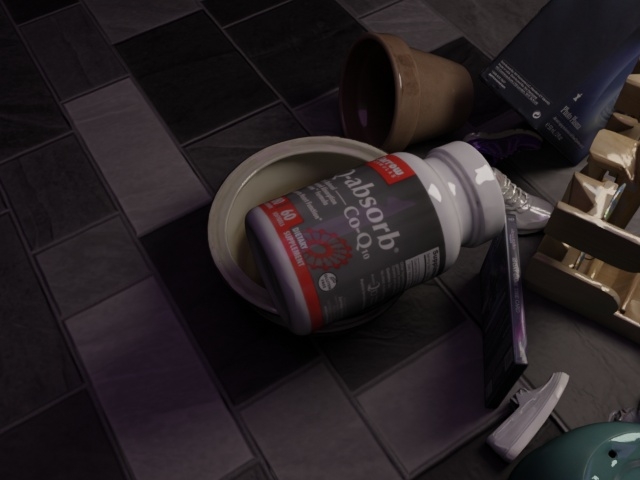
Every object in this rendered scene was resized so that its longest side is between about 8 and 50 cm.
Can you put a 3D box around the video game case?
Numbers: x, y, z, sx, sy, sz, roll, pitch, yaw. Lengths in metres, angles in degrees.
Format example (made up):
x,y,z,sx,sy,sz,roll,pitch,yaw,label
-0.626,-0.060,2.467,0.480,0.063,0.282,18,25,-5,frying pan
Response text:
x,y,z,sx,sy,sz,roll,pitch,yaw,label
0.306,0.121,1.074,0.026,0.196,0.274,6,57,3,video game case

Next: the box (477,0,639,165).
x,y,z,sx,sy,sz,roll,pitch,yaw,label
0.519,-0.337,1.243,0.294,0.296,0.182,-48,59,20,box

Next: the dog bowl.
x,y,z,sx,sy,sz,roll,pitch,yaw,label
0.000,0.000,1.195,0.408,0.150,0.407,-1,57,2,dog bowl

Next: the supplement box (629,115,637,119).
x,y,z,sx,sy,sz,roll,pitch,yaw,label
0.726,-0.303,1.396,0.188,0.104,0.080,-27,59,-16,supplement box

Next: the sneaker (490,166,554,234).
x,y,z,sx,sy,sz,roll,pitch,yaw,label
0.356,-0.088,1.259,0.232,0.115,0.090,18,59,13,sneaker

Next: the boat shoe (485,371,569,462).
x,y,z,sx,sy,sz,roll,pitch,yaw,label
0.343,0.281,1.052,0.063,0.066,0.184,37,74,22,boat shoe

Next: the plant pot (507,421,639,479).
x,y,z,sx,sy,sz,roll,pitch,yaw,label
0.419,0.386,0.871,0.293,0.235,0.292,-1,57,1,plant pot

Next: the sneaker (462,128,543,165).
x,y,z,sx,sy,sz,roll,pitch,yaw,label
0.394,-0.196,1.374,0.170,0.068,0.071,-5,73,7,sneaker

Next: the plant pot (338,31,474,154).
x,y,z,sx,sy,sz,roll,pitch,yaw,label
0.194,-0.308,1.353,0.230,0.263,0.263,-7,55,-23,plant pot

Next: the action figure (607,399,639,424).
x,y,z,sx,sy,sz,roll,pitch,yaw,label
0.578,0.237,0.991,0.285,0.185,0.099,-20,67,-4,action figure

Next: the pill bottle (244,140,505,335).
x,y,z,sx,sy,sz,roll,pitch,yaw,label
0.084,-0.015,0.988,0.363,0.210,0.210,-23,59,-13,pill bottle

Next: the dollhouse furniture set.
x,y,z,sx,sy,sz,roll,pitch,yaw,label
0.525,-0.017,1.040,0.257,0.394,0.362,28,62,19,dollhouse furniture set
